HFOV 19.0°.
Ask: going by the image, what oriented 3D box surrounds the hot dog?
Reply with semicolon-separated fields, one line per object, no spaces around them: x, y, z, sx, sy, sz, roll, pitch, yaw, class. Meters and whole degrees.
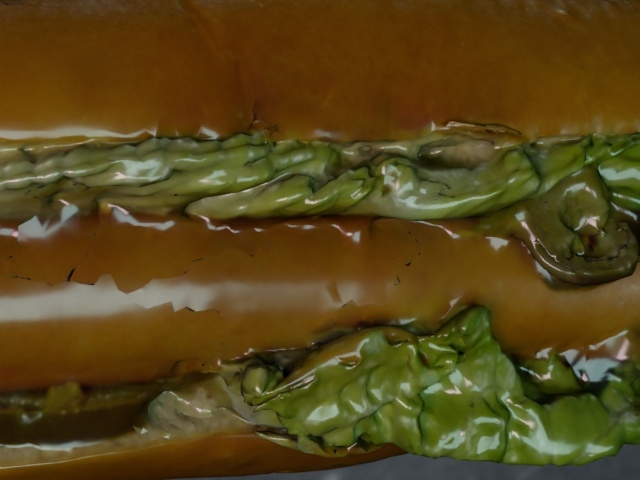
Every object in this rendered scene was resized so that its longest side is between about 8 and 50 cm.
0.000;0.000;0.492;0.337;0.100;0.135;-3;110;-24;hot dog
